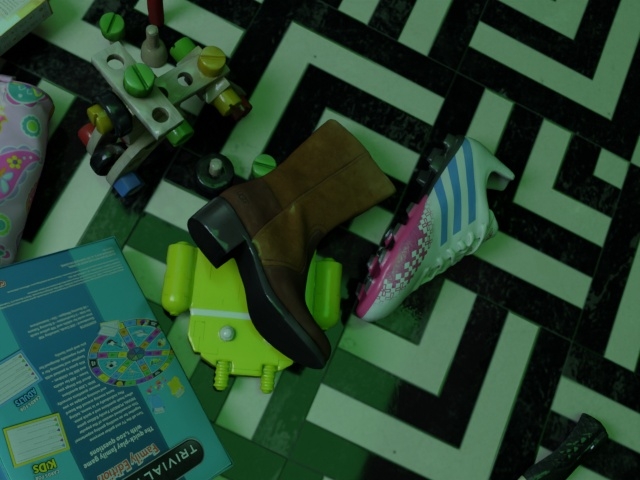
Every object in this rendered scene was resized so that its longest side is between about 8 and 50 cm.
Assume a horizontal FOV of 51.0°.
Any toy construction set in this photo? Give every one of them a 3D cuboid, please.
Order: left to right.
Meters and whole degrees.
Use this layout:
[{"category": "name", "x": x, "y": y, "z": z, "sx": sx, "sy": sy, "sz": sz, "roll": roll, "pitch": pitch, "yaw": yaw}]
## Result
[{"category": "toy construction set", "x": -0.209, "y": -0.226, "z": 0.891, "sx": 0.257, "sy": 0.237, "sz": 0.309, "roll": -13, "pitch": 79, "yaw": -14}]

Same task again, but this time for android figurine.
[{"category": "android figurine", "x": -0.094, "y": 0.073, "z": 0.935, "sx": 0.248, "sy": 0.056, "sz": 0.273, "roll": 9, "pitch": 73, "yaw": -9}]

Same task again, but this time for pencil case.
[{"category": "pencil case", "x": -0.437, "y": -0.073, "z": 0.871, "sx": 0.124, "sy": 0.124, "sz": 0.284, "roll": 12, "pitch": 73, "yaw": -8}]

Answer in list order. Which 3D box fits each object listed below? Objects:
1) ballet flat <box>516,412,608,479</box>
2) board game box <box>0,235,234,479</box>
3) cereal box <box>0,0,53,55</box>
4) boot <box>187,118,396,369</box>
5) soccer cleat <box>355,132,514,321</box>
[{"category": "ballet flat", "x": 0.341, "y": 0.315, "z": 0.969, "sx": 0.173, "sy": 0.058, "sz": 0.049, "roll": -30, "pitch": 43, "yaw": -17}, {"category": "board game box", "x": -0.286, "y": 0.183, "z": 0.787, "sx": 0.253, "sy": 0.079, "sz": 0.336, "roll": -21, "pitch": 80, "yaw": -52}, {"category": "cereal box", "x": -0.511, "y": -0.297, "z": 0.896, "sx": 0.173, "sy": 0.047, "sz": 0.240, "roll": 42, "pitch": 73, "yaw": 1}, {"category": "boot", "x": 0.000, "y": 0.000, "z": 0.919, "sx": 0.280, "sy": 0.096, "sz": 0.264, "roll": -37, "pitch": 84, "yaw": -31}, {"category": "soccer cleat", "x": 0.176, "y": -0.006, "z": 0.974, "sx": 0.143, "sy": 0.116, "sz": 0.331, "roll": 32, "pitch": 72, "yaw": -1}]
